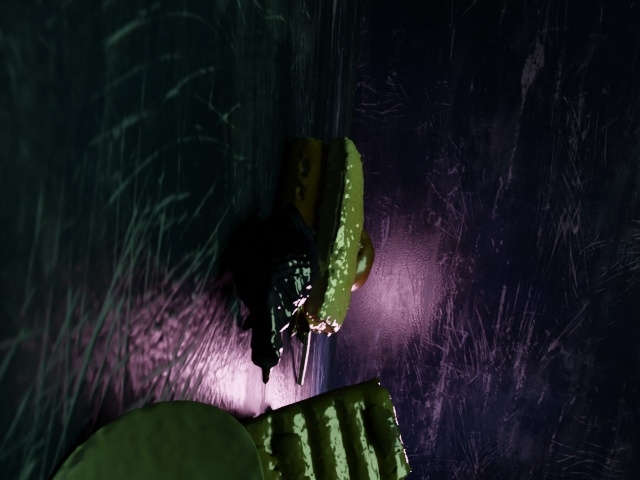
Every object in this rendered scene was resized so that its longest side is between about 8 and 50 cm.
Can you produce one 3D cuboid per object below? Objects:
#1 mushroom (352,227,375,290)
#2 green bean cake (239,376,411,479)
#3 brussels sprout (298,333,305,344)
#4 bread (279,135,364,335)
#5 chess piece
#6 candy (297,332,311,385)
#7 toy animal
[{"bbox_3d":[0.075,0.049,1.346,0.283,0.195,0.263,71,31,-72],"label":"mushroom"},{"bbox_3d":[-0.033,0.370,0.684,0.310,0.285,0.202,126,-48,-58],"label":"green bean cake"},{"bbox_3d":[-0.038,0.256,1.206,0.083,0.051,0.046,-52,125,-28],"label":"brussels sprout"},{"bbox_3d":[0.000,0.000,0.868,0.236,0.165,0.375,63,33,-68],"label":"bread"},{"bbox_3d":[-0.120,0.266,0.341,0.144,0.145,0.251,-74,173,-54],"label":"chess piece"},{"bbox_3d":[-0.037,0.269,1.106,0.119,0.119,0.439,-76,177,-48],"label":"candy"},{"bbox_3d":[-0.061,0.055,0.611,0.185,0.122,0.298,86,11,-50],"label":"toy animal"}]
